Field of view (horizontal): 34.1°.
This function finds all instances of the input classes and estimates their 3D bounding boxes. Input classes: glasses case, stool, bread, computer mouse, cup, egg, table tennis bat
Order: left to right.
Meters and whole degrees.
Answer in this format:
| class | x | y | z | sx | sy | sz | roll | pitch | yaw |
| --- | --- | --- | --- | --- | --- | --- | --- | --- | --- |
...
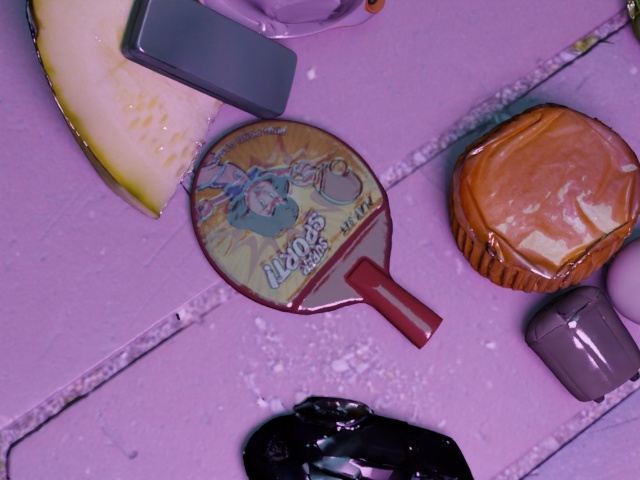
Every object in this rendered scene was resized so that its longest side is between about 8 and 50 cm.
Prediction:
| class | x | y | z | sx | sy | sz | roll | pitch | yaw |
| --- | --- | --- | --- | --- | --- | --- | --- | --- | --- |
| glasses case | -0.112 | -0.194 | 1.091 | 0.184 | 0.039 | 0.078 | 21 | 77 | -33 |
| cup | -0.029 | -0.348 | 1.124 | 0.226 | 0.182 | 0.264 | 11 | 64 | -39 |
| table tennis bat | 0.000 | 0.000 | 1.112 | 0.310 | 0.038 | 0.200 | 40 | 78 | 7 |
| computer mouse | 0.040 | 0.234 | 1.043 | 0.241 | 0.077 | 0.146 | 10 | 79 | -4 |
| bread | 0.233 | -0.040 | 1.100 | 0.199 | 0.104 | 0.199 | -1 | 68 | 3 |
| stool | 0.274 | 0.108 | 1.085 | 0.096 | 0.096 | 0.110 | -37 | 87 | -12 |
| egg | 0.361 | 0.041 | 1.097 | 0.135 | 0.103 | 0.103 | -9 | 78 | -34 |

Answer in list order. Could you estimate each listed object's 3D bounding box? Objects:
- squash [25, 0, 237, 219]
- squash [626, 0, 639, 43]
| class | x | y | z | sx | sy | sz | roll | pitch | yaw |
| --- | --- | --- | --- | --- | --- | --- | --- | --- | --- |
| squash | -0.200 | -0.182 | 1.069 | 0.204 | 0.155 | 0.237 | 25 | 74 | 1 |
| squash | 0.422 | -0.199 | 1.173 | 0.068 | 0.077 | 0.219 | -40 | 88 | 31 |
